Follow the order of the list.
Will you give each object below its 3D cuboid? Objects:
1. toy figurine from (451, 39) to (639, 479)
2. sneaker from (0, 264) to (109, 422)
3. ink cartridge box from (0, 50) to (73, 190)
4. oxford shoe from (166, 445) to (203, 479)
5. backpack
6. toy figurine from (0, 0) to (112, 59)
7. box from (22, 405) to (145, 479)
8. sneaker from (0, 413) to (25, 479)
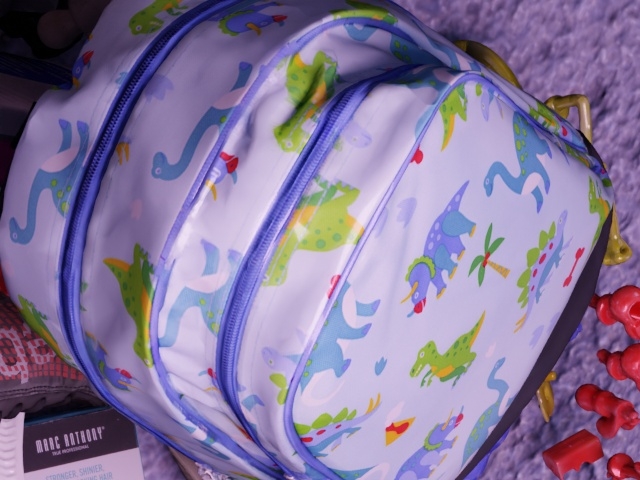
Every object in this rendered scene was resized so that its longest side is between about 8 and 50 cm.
[{"bbox_3d":[0.093,0.072,1.382,0.217,0.191,0.363,-28,120,-17],"label":"toy figurine"},{"bbox_3d":[-0.193,0.062,1.070,0.276,0.097,0.135,25,70,-47],"label":"sneaker"},{"bbox_3d":[-0.178,-0.065,1.068,0.371,0.175,0.069,4,107,-55],"label":"ink cartridge box"},{"bbox_3d":[-0.056,0.115,1.280,0.140,0.146,0.397,-20,117,13],"label":"oxford shoe"},{"bbox_3d":[0.000,0.000,1.003,0.355,0.273,0.290,37,87,-44],"label":"backpack"},{"bbox_3d":[-0.110,-0.201,1.099,0.209,0.213,0.148,-50,131,-11],"label":"toy figurine"},{"bbox_3d":[-0.157,0.233,1.278,0.100,0.060,0.244,-9,89,-34],"label":"box"},{"bbox_3d":[-0.273,0.153,1.185,0.130,0.236,0.323,7,58,-39],"label":"sneaker"}]
